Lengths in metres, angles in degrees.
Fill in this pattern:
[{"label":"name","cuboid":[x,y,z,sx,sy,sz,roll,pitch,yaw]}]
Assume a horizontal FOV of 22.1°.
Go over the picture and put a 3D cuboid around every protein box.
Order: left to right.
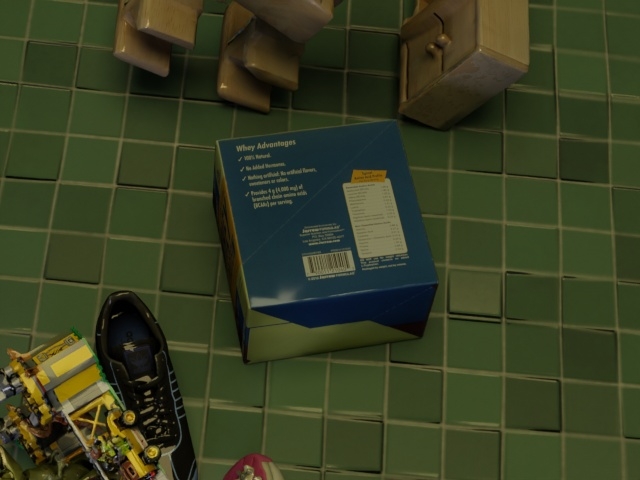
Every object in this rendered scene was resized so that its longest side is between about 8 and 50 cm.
[{"label":"protein box","cuboid":[0.000,0.000,1.736,0.199,0.136,0.201,-8,62,-9]}]

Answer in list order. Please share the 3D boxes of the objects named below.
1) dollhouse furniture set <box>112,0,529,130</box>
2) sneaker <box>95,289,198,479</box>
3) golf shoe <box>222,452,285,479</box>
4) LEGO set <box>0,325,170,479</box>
[{"label":"dollhouse furniture set","cuboid":[0.029,-0.324,1.809,0.394,0.362,0.256,19,58,-27]},{"label":"sneaker","cuboid":[-0.180,0.160,1.654,0.081,0.090,0.232,-15,63,-14]},{"label":"golf shoe","cuboid":[-0.037,0.348,1.569,0.140,0.115,0.306,25,40,-33]},{"label":"LEGO set","cuboid":[-0.260,0.239,1.496,0.192,0.331,0.255,-31,88,-19]}]
